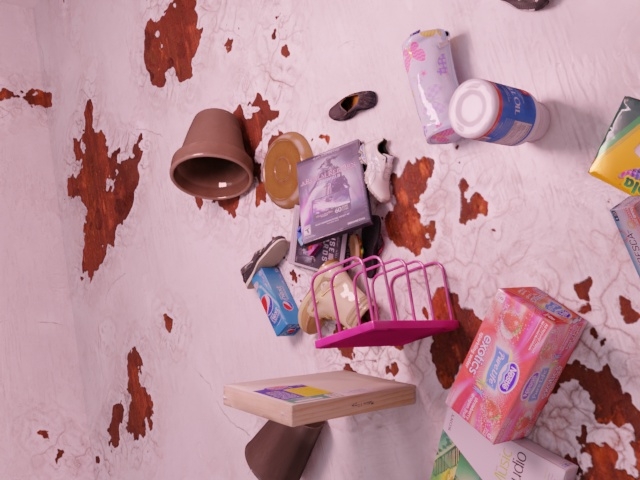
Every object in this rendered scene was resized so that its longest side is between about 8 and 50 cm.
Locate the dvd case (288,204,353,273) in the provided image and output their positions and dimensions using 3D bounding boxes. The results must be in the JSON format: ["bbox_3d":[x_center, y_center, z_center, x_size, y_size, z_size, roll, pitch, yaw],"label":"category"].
[{"bbox_3d":[0.000,0.000,2.168,0.238,0.029,0.180,14,99,48],"label":"dvd case"}]

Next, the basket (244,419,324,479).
[{"bbox_3d":[-0.094,0.569,2.171,0.204,0.154,0.227,47,118,36],"label":"basket"}]

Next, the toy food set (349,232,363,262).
[{"bbox_3d":[0.096,0.021,2.037,0.083,0.020,0.083,107,155,-60],"label":"toy food set"}]

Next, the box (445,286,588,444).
[{"bbox_3d":[0.413,0.263,1.611,0.154,0.142,0.300,39,117,41],"label":"box"}]

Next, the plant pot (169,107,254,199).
[{"bbox_3d":[-0.342,-0.290,2.427,0.263,0.263,0.229,-33,47,43],"label":"plant pot"}]

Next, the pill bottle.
[{"bbox_3d":[0.385,-0.265,1.600,0.124,0.221,0.124,-1,89,48],"label":"pill bottle"}]

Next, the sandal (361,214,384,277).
[{"bbox_3d":[0.141,0.013,2.009,0.067,0.040,0.179,33,128,50],"label":"sandal"}]

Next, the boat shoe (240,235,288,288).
[{"bbox_3d":[-0.178,0.055,2.325,0.233,0.084,0.079,-50,54,38],"label":"boat shoe"}]

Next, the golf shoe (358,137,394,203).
[{"bbox_3d":[0.157,-0.186,1.973,0.086,0.069,0.176,-29,69,37],"label":"golf shoe"}]

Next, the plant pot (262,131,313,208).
[{"bbox_3d":[-0.107,-0.213,2.293,0.236,0.032,0.237,-1,88,48],"label":"plant pot"}]

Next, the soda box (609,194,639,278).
[{"bbox_3d":[0.608,0.008,1.399,0.183,0.058,0.063,64,157,-9],"label":"soda box"}]

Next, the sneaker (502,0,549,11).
[{"bbox_3d":[0.401,-0.571,1.678,0.234,0.106,0.078,44,121,40],"label":"sneaker"}]

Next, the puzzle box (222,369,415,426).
[{"bbox_3d":[0.000,0.381,1.873,0.272,0.408,0.052,2,91,49],"label":"puzzle box"}]

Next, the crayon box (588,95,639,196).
[{"bbox_3d":[0.657,-0.138,1.396,0.278,0.081,0.166,39,117,42],"label":"crayon box"}]

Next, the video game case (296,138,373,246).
[{"bbox_3d":[0.033,-0.129,2.022,0.196,0.026,0.274,-19,55,19],"label":"video game case"}]

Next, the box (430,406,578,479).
[{"bbox_3d":[0.394,0.535,1.687,0.322,0.058,0.233,22,105,47],"label":"box"}]

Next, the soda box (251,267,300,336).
[{"bbox_3d":[-0.129,0.182,2.274,0.067,0.071,0.210,-50,54,34],"label":"soda box"}]

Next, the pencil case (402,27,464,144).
[{"bbox_3d":[0.280,-0.365,1.804,0.124,0.113,0.273,-18,74,26],"label":"pencil case"}]

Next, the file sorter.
[{"bbox_3d":[0.147,0.145,1.807,0.202,0.290,0.182,-26,67,45],"label":"file sorter"}]

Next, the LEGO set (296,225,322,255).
[{"bbox_3d":[-0.009,-0.066,2.092,0.227,0.087,0.093,-50,55,32],"label":"LEGO set"}]

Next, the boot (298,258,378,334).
[{"bbox_3d":[0.048,0.206,2.061,0.203,0.095,0.262,45,129,30],"label":"boot"}]

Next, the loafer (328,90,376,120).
[{"bbox_3d":[0.074,-0.372,2.072,0.170,0.061,0.062,-20,75,47],"label":"loafer"}]
